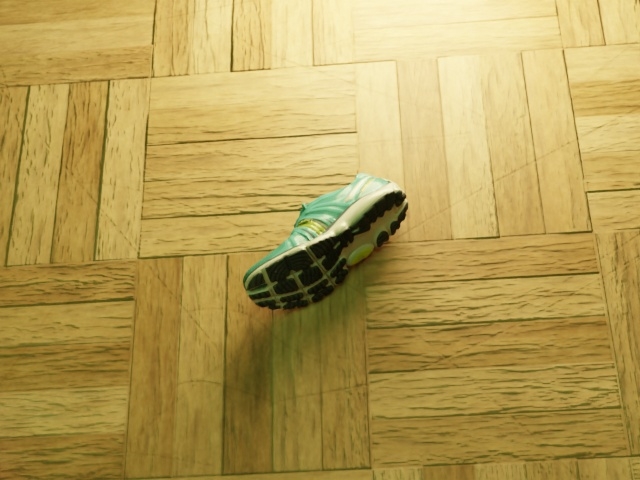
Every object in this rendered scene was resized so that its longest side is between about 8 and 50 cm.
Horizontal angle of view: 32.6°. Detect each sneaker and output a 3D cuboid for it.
[{"bbox_3d":[0.000,0.000,1.568,0.275,0.107,0.110,-35,44,-18],"label":"sneaker"}]
